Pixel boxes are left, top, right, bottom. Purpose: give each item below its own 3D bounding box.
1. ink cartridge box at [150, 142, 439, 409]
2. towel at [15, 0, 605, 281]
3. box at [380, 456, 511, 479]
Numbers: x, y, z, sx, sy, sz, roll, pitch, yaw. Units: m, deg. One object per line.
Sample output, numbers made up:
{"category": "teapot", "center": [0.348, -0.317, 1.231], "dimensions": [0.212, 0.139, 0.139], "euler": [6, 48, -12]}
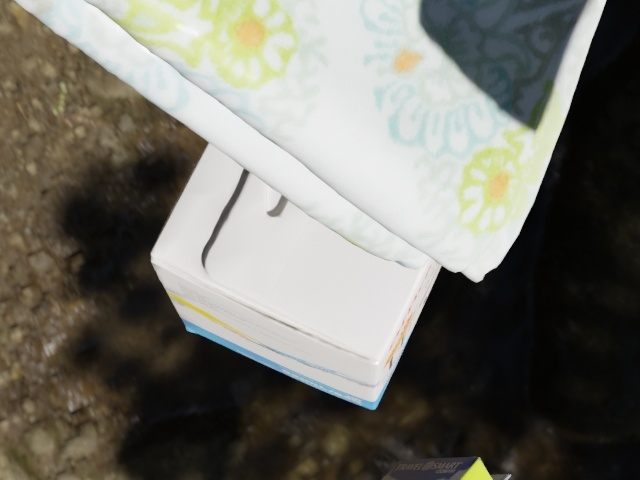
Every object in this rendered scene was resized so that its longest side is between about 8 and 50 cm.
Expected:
{"category": "ink cartridge box", "center": [0.000, 0.000, 1.054], "dimensions": [0.168, 0.233, 0.171], "euler": [24, 78, 7]}
{"category": "towel", "center": [0.006, -0.198, 0.675], "dimensions": [0.374, 0.090, 0.320], "euler": [35, 68, -34]}
{"category": "box", "center": [0.074, 0.246, 1.287], "dimensions": [0.178, 0.109, 0.042], "euler": [-42, 108, -36]}
